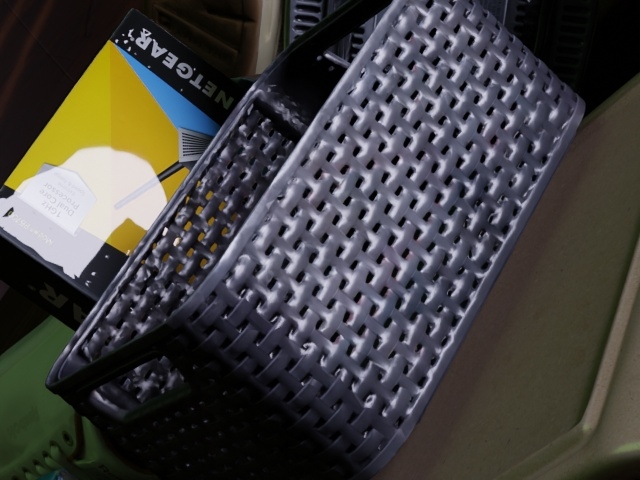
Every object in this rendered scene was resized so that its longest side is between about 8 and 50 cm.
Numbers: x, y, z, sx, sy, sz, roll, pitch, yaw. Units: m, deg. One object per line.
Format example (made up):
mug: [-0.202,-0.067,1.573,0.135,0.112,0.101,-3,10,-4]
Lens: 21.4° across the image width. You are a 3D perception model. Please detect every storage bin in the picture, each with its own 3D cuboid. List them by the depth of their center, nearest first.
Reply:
storage bin: [0.000,0.000,0.593,0.122,0.084,0.180,-29,23,54]

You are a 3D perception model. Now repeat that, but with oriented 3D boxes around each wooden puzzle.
wooden puzzle: [0.064,0.038,0.564,0.239,0.044,0.221,-36,20,42]

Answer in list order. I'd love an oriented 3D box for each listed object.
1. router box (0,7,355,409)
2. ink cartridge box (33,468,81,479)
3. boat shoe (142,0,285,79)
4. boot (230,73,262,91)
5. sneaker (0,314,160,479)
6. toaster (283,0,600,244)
router box: [-0.051,0.000,0.765,0.133,0.179,0.046,-60,11,-30]
ink cartridge box: [-0.164,0.201,0.845,0.139,0.082,0.191,-57,11,-25]
boat shoe: [-0.063,-0.101,1.162,0.110,0.122,0.341,-44,-17,-40]
boot: [-0.042,-0.007,1.027,0.106,0.082,0.219,-21,-36,-53]
sneaker: [-0.136,0.110,0.955,0.290,0.106,0.123,-55,26,34]
toaster: [0.054,-0.113,0.747,0.146,0.129,0.226,-76,-8,-74]
